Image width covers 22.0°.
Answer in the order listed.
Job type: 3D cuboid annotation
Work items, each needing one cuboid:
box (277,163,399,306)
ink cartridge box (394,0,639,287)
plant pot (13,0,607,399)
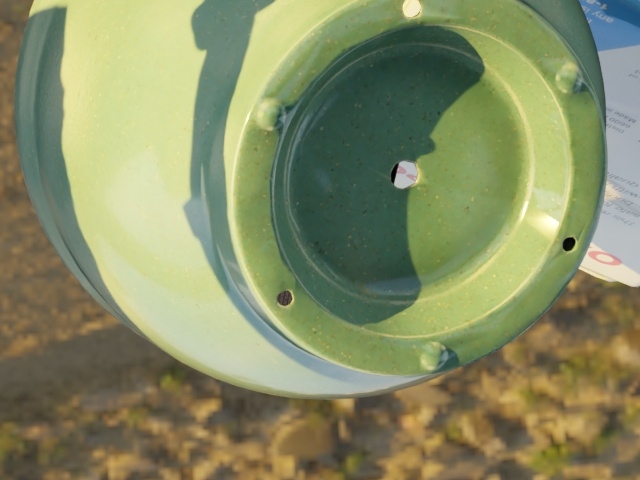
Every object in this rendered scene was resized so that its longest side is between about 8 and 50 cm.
[{"bbox_3d":[0.000,0.000,0.959,0.029,0.116,0.162,16,168,-14],"label":"box"},{"bbox_3d":[0.186,-0.133,1.112,0.285,0.166,0.395,23,160,-6],"label":"ink cartridge box"},{"bbox_3d":[0.016,-0.046,0.776,0.293,0.293,0.196,4,-166,-20],"label":"plant pot"}]
